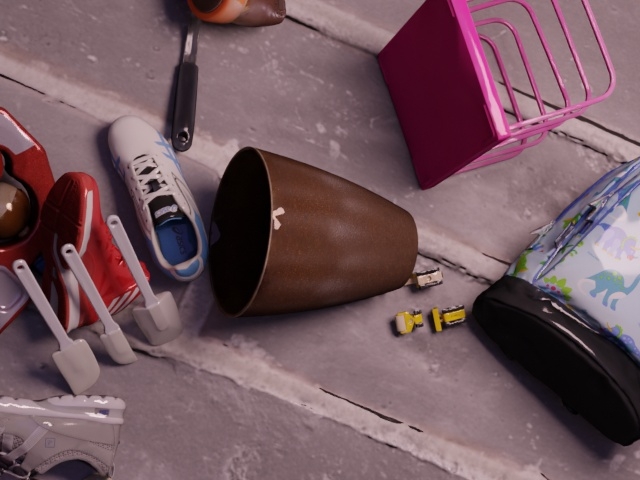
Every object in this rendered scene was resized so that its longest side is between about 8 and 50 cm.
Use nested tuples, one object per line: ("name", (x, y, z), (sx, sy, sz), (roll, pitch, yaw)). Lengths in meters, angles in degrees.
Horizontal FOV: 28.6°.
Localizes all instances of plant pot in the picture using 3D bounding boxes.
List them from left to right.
("plant pot", (0.000, 0.000, 1.612), (0.230, 0.215, 0.215), (6, 80, -25))

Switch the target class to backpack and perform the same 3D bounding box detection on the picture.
("backpack", (0.429, 0.040, 1.666), (0.290, 0.273, 0.355), (43, 64, 5))

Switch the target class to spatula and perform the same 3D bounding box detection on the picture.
("spatula", (-0.271, 0.076, 1.544), (0.168, 0.242, 0.019), (-27, 44, -9))
("spatula", (-0.173, -0.262, 1.693), (0.084, 0.030, 0.296), (8, 80, -16))

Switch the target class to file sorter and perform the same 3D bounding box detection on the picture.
("file sorter", (0.224, -0.213, 1.630), (0.182, 0.291, 0.202), (-17, 85, -16))

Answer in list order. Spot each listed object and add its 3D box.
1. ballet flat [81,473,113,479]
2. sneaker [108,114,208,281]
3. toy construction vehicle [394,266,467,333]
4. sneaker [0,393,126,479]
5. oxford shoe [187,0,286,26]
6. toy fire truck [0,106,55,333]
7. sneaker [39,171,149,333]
("ballet flat", (-0.268, 0.414, 1.542), (0.086, 0.086, 0.248), (-4, 82, -11))
("sneaker", (-0.208, -0.059, 1.628), (0.085, 0.086, 0.237), (-24, 85, -12))
("toy construction vehicle", (0.141, 0.083, 1.700), (0.098, 0.035, 0.086), (-15, 95, -10))
("sneaker", (-0.379, 0.248, 1.536), (0.281, 0.105, 0.115), (0, 81, -11))
("oxford shoe", (-0.128, -0.451, 1.706), (0.133, 0.130, 0.363), (6, 70, -44))
("toy fire truck", (-0.448, -0.004, 1.552), (0.302, 0.169, 0.254), (-48, 118, -15))
("sneaker", (-0.278, 0.006, 1.570), (0.128, 0.221, 0.087), (-16, 42, -42))
